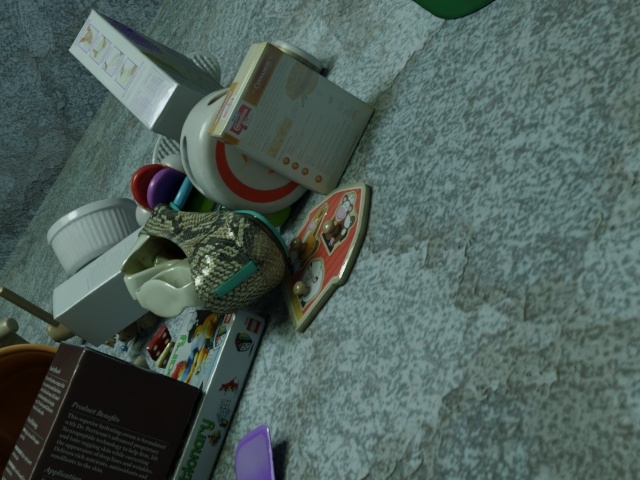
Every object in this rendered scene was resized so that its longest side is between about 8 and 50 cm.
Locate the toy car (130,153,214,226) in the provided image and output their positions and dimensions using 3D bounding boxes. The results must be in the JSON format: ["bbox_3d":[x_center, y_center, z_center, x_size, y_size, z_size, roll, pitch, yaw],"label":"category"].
[{"bbox_3d":[-0.283,-0.089,1.564,0.182,0.136,0.159,22,83,35],"label":"toy car"}]

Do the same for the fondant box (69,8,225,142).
[{"bbox_3d":[-0.272,-0.275,1.507,0.330,0.238,0.096,41,104,37],"label":"fondant box"}]

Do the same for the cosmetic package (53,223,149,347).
[{"bbox_3d":[-0.362,0.082,1.513,0.231,0.117,0.085,-33,42,9],"label":"cosmetic package"}]

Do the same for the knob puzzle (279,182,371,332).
[{"bbox_3d":[0.000,0.000,1.101,0.213,0.030,0.213,-44,30,34],"label":"knob puzzle"}]

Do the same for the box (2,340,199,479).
[{"bbox_3d":[-0.296,0.260,1.113,0.167,0.168,0.203,-8,58,62],"label":"box"}]

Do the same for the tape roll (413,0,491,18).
[{"bbox_3d":[0.216,-0.447,1.077,0.321,0.077,0.321,-43,31,34],"label":"tape roll"}]

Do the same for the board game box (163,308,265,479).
[{"bbox_3d":[-0.189,0.246,1.188,0.193,0.053,0.305,-11,56,60],"label":"board game box"}]

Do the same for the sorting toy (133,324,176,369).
[{"bbox_3d":[-0.286,0.262,1.293,0.274,0.046,0.132,-56,-18,-29],"label":"sorting toy"}]

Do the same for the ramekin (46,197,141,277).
[{"bbox_3d":[-0.477,0.005,1.808,0.207,0.207,0.109,-39,72,41],"label":"ramekin"}]

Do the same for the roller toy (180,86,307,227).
[{"bbox_3d":[-0.108,-0.141,1.253,0.209,0.191,0.146,-64,24,-2],"label":"roller toy"}]

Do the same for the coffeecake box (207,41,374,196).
[{"bbox_3d":[-0.040,-0.167,1.157,0.142,0.185,0.068,-63,25,-3],"label":"coffeecake box"}]

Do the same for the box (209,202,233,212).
[{"bbox_3d":[-0.140,-0.042,1.368,0.083,0.062,0.052,2,66,62],"label":"box"}]

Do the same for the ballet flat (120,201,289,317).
[{"bbox_3d":[-0.210,0.034,1.264,0.182,0.164,0.483,-41,18,-17],"label":"ballet flat"}]

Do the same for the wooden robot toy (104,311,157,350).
[{"bbox_3d":[-0.373,0.150,1.622,0.173,0.076,0.079,-34,26,45],"label":"wooden robot toy"}]

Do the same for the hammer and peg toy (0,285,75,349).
[{"bbox_3d":[-0.650,0.279,1.790,0.127,0.266,0.361,-29,38,20],"label":"hammer and peg toy"}]

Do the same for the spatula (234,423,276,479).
[{"bbox_3d":[-0.084,0.351,0.914,0.084,0.030,0.296,-39,34,42],"label":"spatula"}]

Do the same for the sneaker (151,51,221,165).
[{"bbox_3d":[-0.279,-0.226,1.748,0.127,0.126,0.321,148,136,-69],"label":"sneaker"}]

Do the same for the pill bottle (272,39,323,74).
[{"bbox_3d":[-0.074,-0.243,1.404,0.169,0.094,0.094,-62,25,1],"label":"pill bottle"}]

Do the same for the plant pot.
[{"bbox_3d":[-0.520,0.331,1.508,0.203,0.291,0.291,155,138,-76],"label":"plant pot"}]
